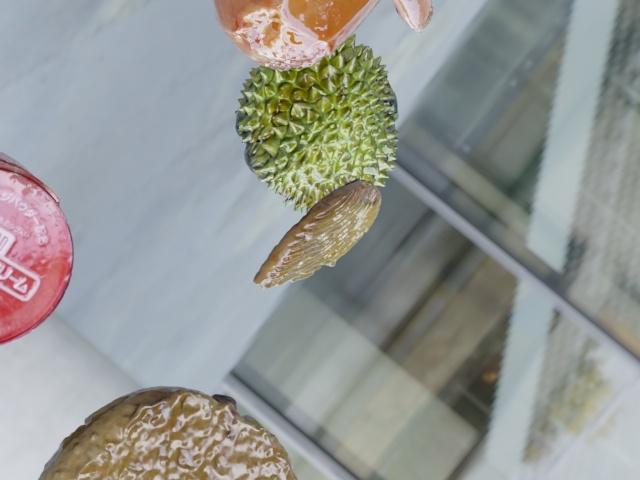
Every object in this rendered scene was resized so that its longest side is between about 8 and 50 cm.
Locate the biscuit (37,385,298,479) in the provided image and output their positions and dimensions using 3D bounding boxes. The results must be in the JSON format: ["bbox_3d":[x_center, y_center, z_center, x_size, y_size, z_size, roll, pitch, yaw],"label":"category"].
[{"bbox_3d":[-0.144,0.275,1.443,0.296,0.296,0.075,-48,-154,-27],"label":"biscuit"}]

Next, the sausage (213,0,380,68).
[{"bbox_3d":[0.005,-0.292,1.593,0.268,0.153,0.141,-52,-146,-6],"label":"sausage"}]

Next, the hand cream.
[{"bbox_3d":[-0.351,0.004,1.625,0.193,0.193,0.125,-50,-152,-3],"label":"hand cream"}]

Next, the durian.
[{"bbox_3d":[0.004,-0.173,2.306,0.224,0.291,0.291,-16,-174,18],"label":"durian"}]

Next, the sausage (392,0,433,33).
[{"bbox_3d":[0.050,-0.232,1.310,0.040,0.047,0.177,-30,147,10],"label":"sausage"}]

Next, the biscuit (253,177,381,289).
[{"bbox_3d":[0.001,0.001,2.047,0.228,0.031,0.176,-43,161,-24],"label":"biscuit"}]
